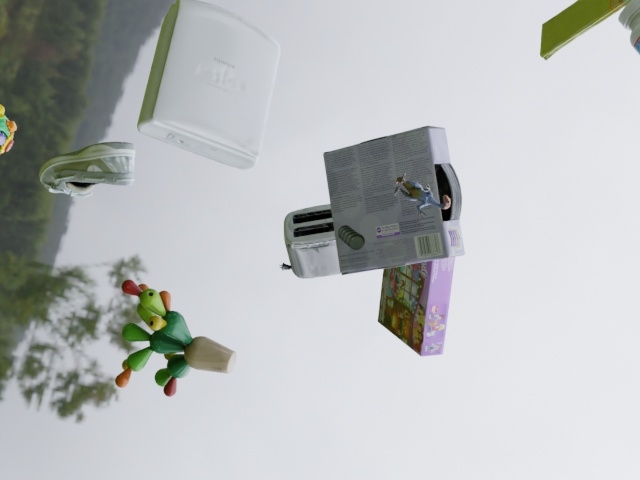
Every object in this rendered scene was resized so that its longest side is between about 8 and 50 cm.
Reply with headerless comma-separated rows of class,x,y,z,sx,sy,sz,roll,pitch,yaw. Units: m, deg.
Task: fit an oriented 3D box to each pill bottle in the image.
pill bottle,0.525,-0.297,1.546,0.160,0.087,0.087,55,-41,19

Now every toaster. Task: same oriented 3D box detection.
toaster,0.000,0.000,2.448,0.146,0.227,0.129,74,10,-51

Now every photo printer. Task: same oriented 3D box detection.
photo printer,-0.215,-0.324,2.064,0.107,0.256,0.308,-24,-129,58

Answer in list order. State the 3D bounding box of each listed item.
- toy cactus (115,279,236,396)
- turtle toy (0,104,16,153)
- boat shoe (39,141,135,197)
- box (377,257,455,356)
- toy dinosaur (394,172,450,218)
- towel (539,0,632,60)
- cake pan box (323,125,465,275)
toy cactus,-0.215,0.157,1.503,0.112,0.180,0.219,-57,157,-50
turtle toy,-0.594,-0.178,1.849,0.095,0.066,0.130,-51,-171,44
boat shoe,-0.528,-0.145,2.318,0.320,0.118,0.103,-12,-98,41
box,0.198,0.066,2.118,0.201,0.057,0.293,-145,-124,-61
toy dinosaur,0.158,-0.073,1.560,0.090,0.082,0.047,-79,-168,-62
towel,0.471,-0.398,1.740,0.237,0.021,0.102,-32,-150,40
cake pan box,0.137,-0.073,1.935,0.267,0.070,0.246,-12,-92,38
